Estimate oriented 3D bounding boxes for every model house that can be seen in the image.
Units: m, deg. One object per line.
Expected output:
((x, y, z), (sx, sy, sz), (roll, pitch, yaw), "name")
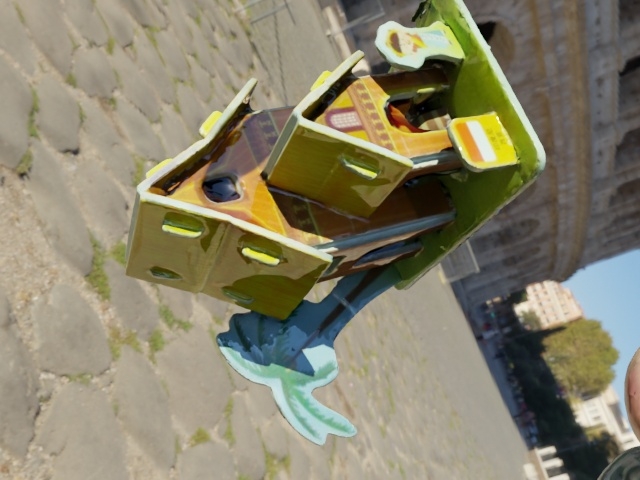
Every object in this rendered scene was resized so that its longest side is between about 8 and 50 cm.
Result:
((0.000, 0.000, 0.629), (0.340, 0.323, 0.300), (68, -26, 18), "model house")

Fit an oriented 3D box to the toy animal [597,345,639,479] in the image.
((0.286, 0.126, 0.353), (0.229, 0.221, 0.210), (111, -32, -52), "toy animal")
